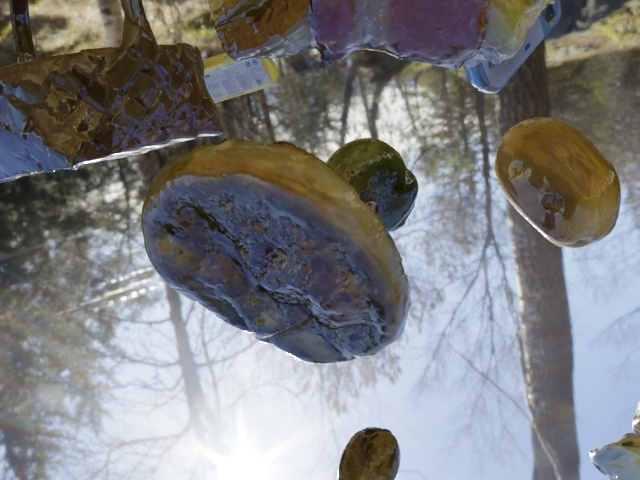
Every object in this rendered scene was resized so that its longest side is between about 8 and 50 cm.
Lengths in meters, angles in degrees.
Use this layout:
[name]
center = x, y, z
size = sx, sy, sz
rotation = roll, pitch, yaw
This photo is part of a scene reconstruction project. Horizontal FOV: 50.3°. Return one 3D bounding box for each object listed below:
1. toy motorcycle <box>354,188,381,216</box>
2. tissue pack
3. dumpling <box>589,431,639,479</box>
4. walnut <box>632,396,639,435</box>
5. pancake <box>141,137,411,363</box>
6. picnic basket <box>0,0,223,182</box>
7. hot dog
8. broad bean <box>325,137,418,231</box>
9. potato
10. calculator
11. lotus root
[toy motorcycle]
center = 0.002, 0.001, 1.285
size = 0.089, 0.171, 0.298
rotation = 18, -116, 46
[tissue pack]
center = -0.201, -0.409, 1.656
size = 0.175, 0.095, 0.062
rotation = -11, -140, 24
[dumpling]
center = 0.632, 0.454, 1.361
size = 0.151, 0.228, 0.124
rotation = -54, -164, 41
[walnut]
center = 0.597, 0.267, 1.126
size = 0.167, 0.087, 0.211
rotation = -13, 148, 22
[pancake]
center = -0.063, 0.037, 0.875
size = 0.386, 0.387, 0.082
rotation = -5, -139, 36
[picnic basket]
center = -0.330, -0.261, 0.931
size = 0.292, 0.338, 0.337
rotation = -2, -165, 39
[hot dog]
center = 0.035, -0.168, 0.387
size = 0.213, 0.146, 0.103
rotation = -3, 150, -4
[broad bean]
center = 0.113, -0.118, 1.583
size = 0.291, 0.238, 0.119
rotation = -4, -167, -39
[potato]
center = 0.381, -0.098, 1.087
size = 0.146, 0.234, 0.150
rotation = -32, 156, -10
[calculator]
center = 0.288, -0.319, 1.021
size = 0.210, 0.121, 0.039
rotation = -48, -132, -5
[lotus root]
center = 0.098, 0.506, 1.493
size = 0.138, 0.138, 0.214
rotation = -1, -129, 49
